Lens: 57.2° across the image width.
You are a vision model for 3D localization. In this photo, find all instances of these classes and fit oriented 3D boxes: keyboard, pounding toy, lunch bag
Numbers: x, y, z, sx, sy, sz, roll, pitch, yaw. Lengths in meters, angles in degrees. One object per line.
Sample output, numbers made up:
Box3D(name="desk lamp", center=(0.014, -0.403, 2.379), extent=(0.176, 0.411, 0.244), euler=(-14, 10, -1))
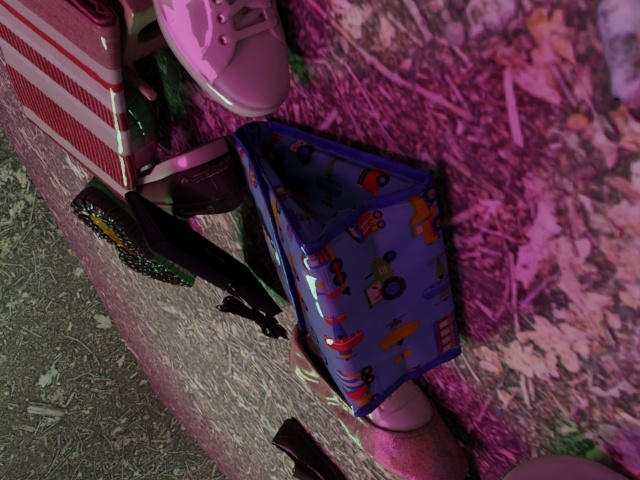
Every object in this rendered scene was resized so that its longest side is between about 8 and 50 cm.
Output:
Box3D(name="keyboard", center=(-0.142, 0.055, 0.836), extent=(0.201, 0.033, 0.317), euler=(47, -177, 33))
Box3D(name="pounding toy", center=(-0.210, -0.262, 0.689), extent=(0.181, 0.094, 0.206), euler=(57, 156, -5))
Box3D(name="lunch bag", center=(0.000, 0.000, 0.641), extent=(0.293, 0.138, 0.221), euler=(42, 154, 51))

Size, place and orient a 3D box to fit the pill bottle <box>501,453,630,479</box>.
Box3D(name="pill bottle", center=(0.220, 0.349, 0.598), extent=(0.169, 0.169, 0.301), euler=(40, 150, 27))

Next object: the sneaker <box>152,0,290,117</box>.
Box3D(name="sneaker", center=(-0.090, -0.243, 0.493), extent=(0.123, 0.106, 0.290), euler=(12, 129, 58))

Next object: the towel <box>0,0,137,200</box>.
Box3D(name="towel", center=(-0.327, -0.211, 0.753), extent=(0.237, 0.037, 0.329), euler=(39, 149, 11))

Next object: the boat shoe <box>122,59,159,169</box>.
Box3D(name="boat shoe", center=(-0.319, -0.246, 0.888), extent=(0.324, 0.123, 0.116), euler=(93, 166, -48))

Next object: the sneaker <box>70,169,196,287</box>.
Box3D(name="sneaker", center=(-0.320, -0.022, 1.136), extent=(0.134, 0.146, 0.343), euler=(13, 151, 23))

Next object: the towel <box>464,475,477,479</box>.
Box3D(name="towel", center=(0.102, 0.268, 0.810), extent=(0.237, 0.021, 0.102), euler=(29, 180, 42))

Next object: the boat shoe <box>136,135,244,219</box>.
Box3D(name="boat shoe", center=(-0.218, -0.077, 0.899), extent=(0.324, 0.116, 0.096), euler=(-6, 113, 54))

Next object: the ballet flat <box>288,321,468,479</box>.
Box3D(name="ballet flat", center=(0.059, 0.194, 0.768), extent=(0.316, 0.107, 0.106), euler=(28, 130, 42))

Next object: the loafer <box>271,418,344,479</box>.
Box3D(name="loafer", center=(-0.027, 0.497, 1.282), extent=(0.220, 0.078, 0.080), euler=(45, 152, 20))
